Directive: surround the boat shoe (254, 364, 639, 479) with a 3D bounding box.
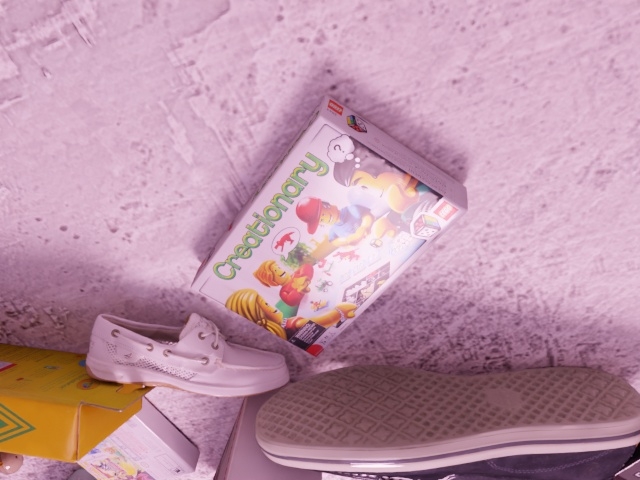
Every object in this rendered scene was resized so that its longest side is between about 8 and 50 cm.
[{"bbox_3d":[0.164,0.265,0.867,0.500,0.187,0.156,-1,115,-1],"label":"boat shoe"}]

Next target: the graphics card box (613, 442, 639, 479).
[{"bbox_3d":[0.438,0.421,1.020,0.233,0.094,0.371,28,126,-12],"label":"graphics card box"}]

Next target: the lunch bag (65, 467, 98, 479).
[{"bbox_3d":[-0.375,0.551,1.238,0.279,0.108,0.224,31,126,-15],"label":"lunch bag"}]

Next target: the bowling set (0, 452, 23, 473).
[{"bbox_3d":[-0.527,0.324,1.023,0.200,0.287,0.154,-25,78,0],"label":"bowling set"}]

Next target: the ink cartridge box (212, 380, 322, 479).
[{"bbox_3d":[-0.095,0.383,0.990,0.131,0.226,0.306,16,127,-5],"label":"ink cartridge box"}]

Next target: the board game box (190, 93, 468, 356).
[{"bbox_3d":[0.000,0.000,0.785,0.193,0.053,0.305,31,126,-14],"label":"board game box"}]

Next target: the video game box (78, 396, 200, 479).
[{"bbox_3d":[-0.334,0.330,1.099,0.187,0.048,0.205,-22,121,21],"label":"video game box"}]

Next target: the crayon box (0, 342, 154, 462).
[{"bbox_3d":[-0.383,0.214,0.906,0.318,0.202,0.081,6,95,8],"label":"crayon box"}]

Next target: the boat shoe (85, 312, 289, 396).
[{"bbox_3d":[-0.174,0.148,0.903,0.277,0.098,0.096,7,98,-10],"label":"boat shoe"}]
